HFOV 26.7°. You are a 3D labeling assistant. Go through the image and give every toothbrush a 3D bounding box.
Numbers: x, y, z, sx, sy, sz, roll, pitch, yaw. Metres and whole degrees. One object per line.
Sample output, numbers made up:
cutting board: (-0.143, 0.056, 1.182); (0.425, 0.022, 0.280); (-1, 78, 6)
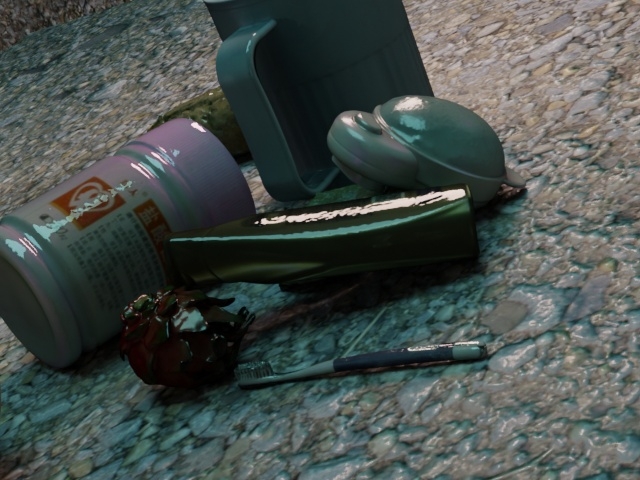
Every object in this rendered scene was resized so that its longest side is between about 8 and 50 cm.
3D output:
toothbrush: (0.035, 0.123, 1.370); (0.288, 0.026, 0.024); (-10, 28, 29)

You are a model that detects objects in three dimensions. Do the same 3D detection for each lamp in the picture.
lamp: (0.123, -0.117, 1.613); (0.246, 0.107, 0.179); (4, 27, -34)

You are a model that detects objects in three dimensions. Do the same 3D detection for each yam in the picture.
yam: (-0.140, -0.191, 2.173); (0.330, 0.133, 0.133); (-20, 21, 19)

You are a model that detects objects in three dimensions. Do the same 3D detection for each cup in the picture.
cup: (0.014, -0.233, 1.850); (0.257, 0.311, 0.331); (-20, 22, 7)

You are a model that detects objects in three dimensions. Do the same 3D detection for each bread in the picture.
bread: (0.037, -0.022, 1.665); (0.232, 0.064, 0.172); (-25, 23, -10)

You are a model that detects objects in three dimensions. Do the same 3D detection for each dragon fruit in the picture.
dragon fruit: (-0.153, 0.104, 1.486); (0.142, 0.121, 0.130); (21, 76, 27)

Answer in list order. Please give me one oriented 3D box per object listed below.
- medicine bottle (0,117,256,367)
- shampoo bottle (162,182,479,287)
medicine bottle: (-0.257, -0.001, 1.718); (0.316, 0.202, 0.202); (-35, 24, -28)
shampoo bottle: (0.000, 0.000, 1.521); (0.350, 0.084, 0.125); (-8, 12, 4)
